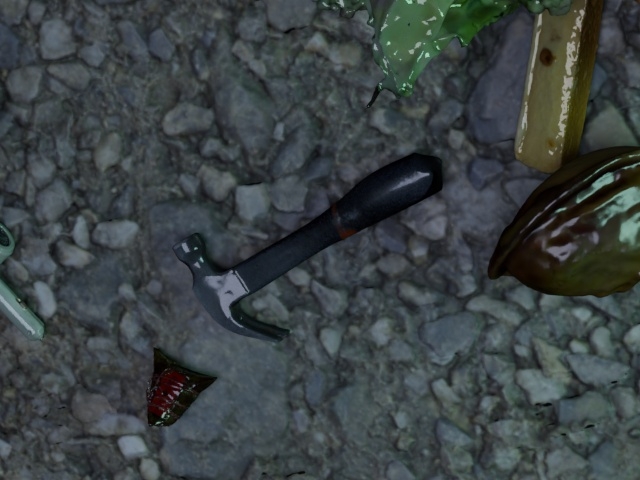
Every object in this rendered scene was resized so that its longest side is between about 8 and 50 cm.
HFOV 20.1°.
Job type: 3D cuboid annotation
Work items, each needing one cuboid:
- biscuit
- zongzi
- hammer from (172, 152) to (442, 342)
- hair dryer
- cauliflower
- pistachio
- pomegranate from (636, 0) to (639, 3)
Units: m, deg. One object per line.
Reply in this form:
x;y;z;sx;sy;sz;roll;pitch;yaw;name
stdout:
0.218;-0.156;1.660;0.056;0.052;0.188;15;108;27;biscuit
-0.159;0.147;1.875;0.083;0.067;0.073;-46;75;5;zongzi
0.000;0.000;1.780;0.289;0.037;0.137;-29;94;23;hammer
-0.333;0.052;1.903;0.082;0.047;0.137;-39;96;22;hair dryer
0.094;-0.240;1.548;0.256;0.315;0.239;23;139;-5;cauliflower
0.249;-0.010;1.634;0.210;0.131;0.165;-22;142;-1;pistachio
0.366;-0.203;1.517;0.207;0.207;0.207;5;106;17;pomegranate
